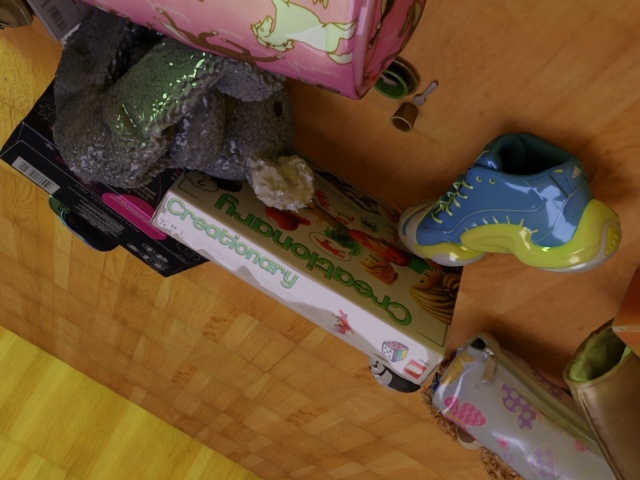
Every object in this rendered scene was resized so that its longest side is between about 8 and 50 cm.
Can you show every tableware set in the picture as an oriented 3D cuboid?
[{"bbox_3d":[0.023,-0.149,0.855,0.154,0.024,0.104,31,156,-5],"label":"tableware set"}]

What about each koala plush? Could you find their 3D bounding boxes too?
[{"bbox_3d":[-0.105,-0.118,0.860,0.196,0.203,0.221,49,-166,34],"label":"koala plush"}]

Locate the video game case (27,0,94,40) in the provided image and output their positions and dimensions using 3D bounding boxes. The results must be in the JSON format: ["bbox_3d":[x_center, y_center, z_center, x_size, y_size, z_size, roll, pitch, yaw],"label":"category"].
[{"bbox_3d":[-0.200,-0.238,0.807,0.011,0.122,0.087,36,164,32],"label":"video game case"}]

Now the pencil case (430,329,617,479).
[{"bbox_3d":[0.266,0.223,1.133,0.273,0.113,0.124,38,131,23],"label":"pencil case"}]

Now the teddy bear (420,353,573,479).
[{"bbox_3d":[0.294,0.284,1.299,0.338,0.113,0.245,43,151,-28],"label":"teddy bear"}]

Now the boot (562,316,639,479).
[{"bbox_3d":[0.374,0.191,1.000,0.089,0.236,0.270,-12,111,44],"label":"boot"}]

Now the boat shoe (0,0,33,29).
[{"bbox_3d":[-0.390,-0.262,1.062,0.153,0.048,0.056,22,155,16],"label":"boat shoe"}]

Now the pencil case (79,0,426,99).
[{"bbox_3d":[-0.106,-0.235,0.659,0.386,0.167,0.160,22,166,16],"label":"pencil case"}]

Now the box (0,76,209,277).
[{"bbox_3d":[-0.214,-0.091,1.090,0.247,0.142,0.163,39,156,-17],"label":"box"}]

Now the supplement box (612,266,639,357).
[{"bbox_3d":[0.385,0.119,0.914,0.233,0.080,0.078,42,154,-23],"label":"supplement box"}]

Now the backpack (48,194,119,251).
[{"bbox_3d":[-0.311,-0.050,1.331,0.084,0.105,0.114,39,168,43],"label":"backpack"}]

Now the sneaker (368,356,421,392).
[{"bbox_3d":[0.115,0.147,1.266,0.106,0.078,0.234,16,151,33],"label":"sneaker"}]

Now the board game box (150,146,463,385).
[{"bbox_3d":[0.000,0.000,0.973,0.305,0.193,0.053,31,124,-4],"label":"board game box"}]

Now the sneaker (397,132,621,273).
[{"bbox_3d":[0.155,-0.045,0.866,0.240,0.091,0.126,4,127,45],"label":"sneaker"}]

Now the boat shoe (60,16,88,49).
[{"bbox_3d":[-0.199,-0.196,0.910,0.084,0.095,0.258,27,162,42],"label":"boat shoe"}]
